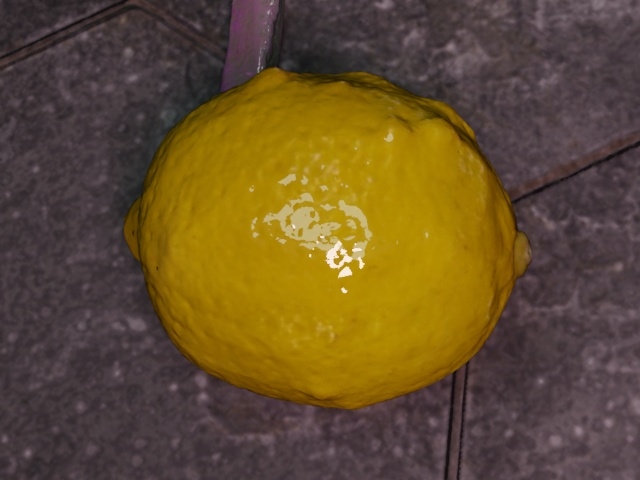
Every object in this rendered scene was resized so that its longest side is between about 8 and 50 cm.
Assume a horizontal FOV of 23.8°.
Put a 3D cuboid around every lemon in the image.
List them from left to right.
[{"bbox_3d":[0.000,0.000,1.043,0.288,0.233,0.233,7,75,13],"label":"lemon"}]

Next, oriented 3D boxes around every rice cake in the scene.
[{"bbox_3d":[-0.052,-0.179,1.203,0.047,0.036,0.206,2,75,14],"label":"rice cake"}]
